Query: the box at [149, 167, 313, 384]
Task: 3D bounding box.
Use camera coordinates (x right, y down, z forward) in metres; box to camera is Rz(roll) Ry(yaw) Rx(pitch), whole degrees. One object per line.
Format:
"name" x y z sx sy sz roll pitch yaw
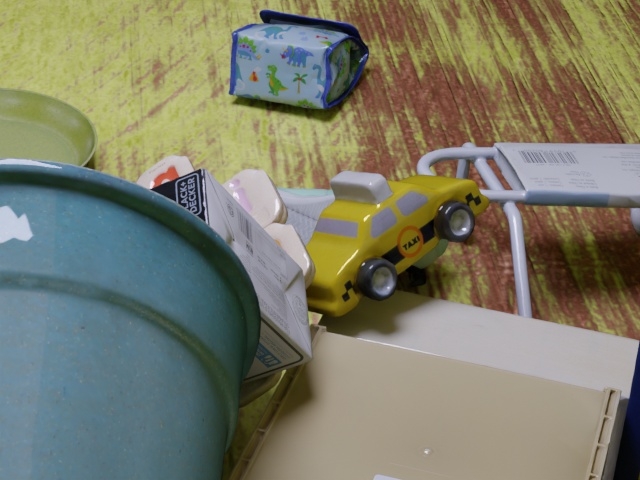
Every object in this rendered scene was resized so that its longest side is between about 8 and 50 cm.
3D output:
"box" -0.171 0.067 1.259 0.289 0.169 0.087 -19 54 17

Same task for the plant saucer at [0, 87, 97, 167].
"plant saucer" -0.359 -0.093 1.750 0.240 0.037 0.241 3 32 -2

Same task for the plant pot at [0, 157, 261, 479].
"plant pot" -0.206 0.183 1.058 0.341 0.341 0.334 1 48 -4

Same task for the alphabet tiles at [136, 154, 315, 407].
"alphabet tiles" -0.140 0.061 1.369 0.284 0.021 0.278 -35 48 7

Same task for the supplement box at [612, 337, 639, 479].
"supplement box" 0.430 0.179 1.258 0.356 0.194 0.195 29 40 33

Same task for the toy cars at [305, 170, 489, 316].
"toy cars" -0.049 0.017 1.426 0.393 0.087 0.176 -20 21 13

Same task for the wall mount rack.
"wall mount rack" 0.267 0.006 1.579 0.350 0.131 0.304 0 29 -11

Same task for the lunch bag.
"lunch bag" -0.023 -0.217 1.938 0.128 0.096 0.151 12 19 17

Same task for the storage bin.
"storage bin" 0.077 0.204 1.250 0.262 0.123 0.260 12 34 12

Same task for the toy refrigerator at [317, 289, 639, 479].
"toy refrigerator" 0.131 0.124 1.400 0.269 0.102 0.094 12 33 11

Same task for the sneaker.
"sneaker" 0.000 0.000 1.620 0.255 0.094 0.151 0 -10 31
